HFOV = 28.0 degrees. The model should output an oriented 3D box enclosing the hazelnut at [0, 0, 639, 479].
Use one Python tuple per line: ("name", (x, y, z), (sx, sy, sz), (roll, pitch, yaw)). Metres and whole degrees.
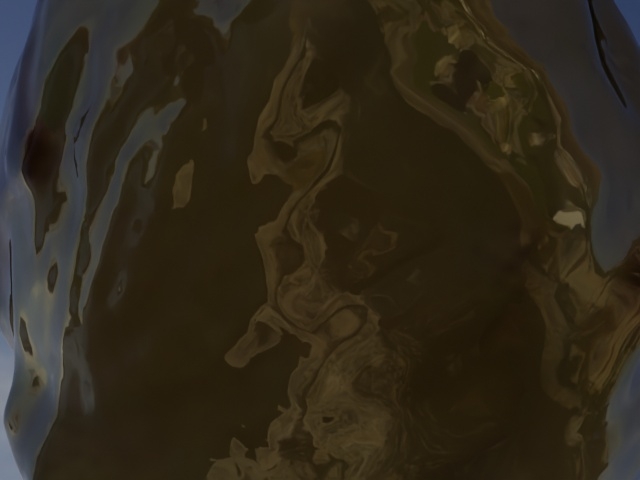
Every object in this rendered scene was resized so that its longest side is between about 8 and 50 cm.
("hazelnut", (0.000, 0.000, 0.417), (0.261, 0.241, 0.261), (35, -37, 33))
